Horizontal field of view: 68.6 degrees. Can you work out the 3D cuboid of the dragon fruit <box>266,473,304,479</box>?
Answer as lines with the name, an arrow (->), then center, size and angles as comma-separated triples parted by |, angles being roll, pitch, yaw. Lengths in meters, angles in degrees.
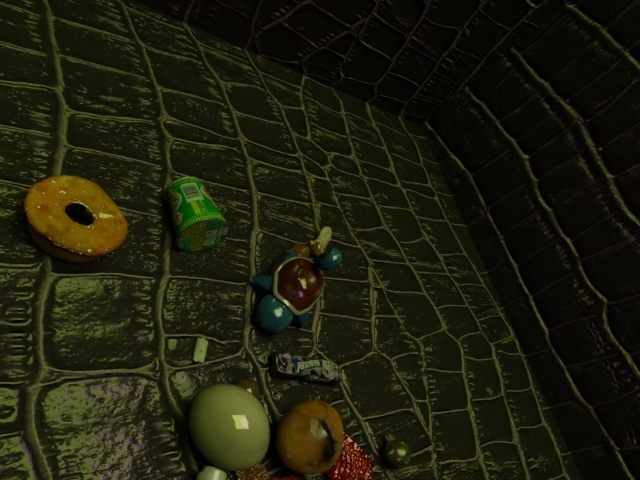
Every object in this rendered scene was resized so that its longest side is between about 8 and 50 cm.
dragon fruit -> -0.039, 0.832, 1.441 | 0.316, 0.152, 0.205 | 55, 35, -2

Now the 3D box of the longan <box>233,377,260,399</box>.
longan -> -0.243, 0.511, 1.549 | 0.113, 0.092, 0.113 | 41, 33, -33

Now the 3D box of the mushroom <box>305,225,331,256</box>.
mushroom -> 0.000, 0.000, 2.219 | 0.085, 0.071, 0.209 | 20, 34, 12

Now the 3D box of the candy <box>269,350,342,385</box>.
candy -> -0.051, 0.488, 1.784 | 0.313, 0.061, 0.088 | 19, 46, -34

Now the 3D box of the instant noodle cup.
instant noodle cup -> -0.473, -0.108, 1.741 | 0.207, 0.207, 0.232 | -3, 56, -46

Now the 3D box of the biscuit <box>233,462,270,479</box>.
biscuit -> -0.212, 0.733, 1.463 | 0.130, 0.019, 0.119 | 32, 42, -23

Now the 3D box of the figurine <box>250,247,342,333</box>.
figurine -> -0.086, 0.186, 1.839 | 0.416, 0.243, 0.298 | -45, 109, -10

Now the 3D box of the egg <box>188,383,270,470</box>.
egg -> -0.268, 0.549, 1.393 | 0.269, 0.219, 0.219 | 51, 38, -5

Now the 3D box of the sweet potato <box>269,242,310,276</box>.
sweet potato -> -0.135, 0.086, 1.996 | 0.097, 0.097, 0.252 | 52, 47, 0

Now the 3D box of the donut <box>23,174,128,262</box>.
donut -> -0.766, -0.057, 1.467 | 0.303, 0.110, 0.302 | 27, 42, -27

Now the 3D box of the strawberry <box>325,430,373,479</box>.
strawberry -> 0.096, 0.785, 1.661 | 0.188, 0.106, 0.286 | -20, 75, -52

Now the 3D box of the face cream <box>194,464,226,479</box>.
face cream -> -0.316, 0.698, 1.332 | 0.091, 0.091, 0.095 | 36, 50, -19

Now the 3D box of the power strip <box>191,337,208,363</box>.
power strip -> -0.402, 0.367, 1.566 | 0.040, 0.016, 0.090 | 28, 43, -26

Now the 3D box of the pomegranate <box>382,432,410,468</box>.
pomegranate -> 0.290, 0.819, 1.835 | 0.115, 0.114, 0.142 | 25, 20, -30

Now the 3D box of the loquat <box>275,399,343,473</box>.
loquat -> -0.034, 0.647, 1.543 | 0.235, 0.235, 0.234 | 26, 45, -29
